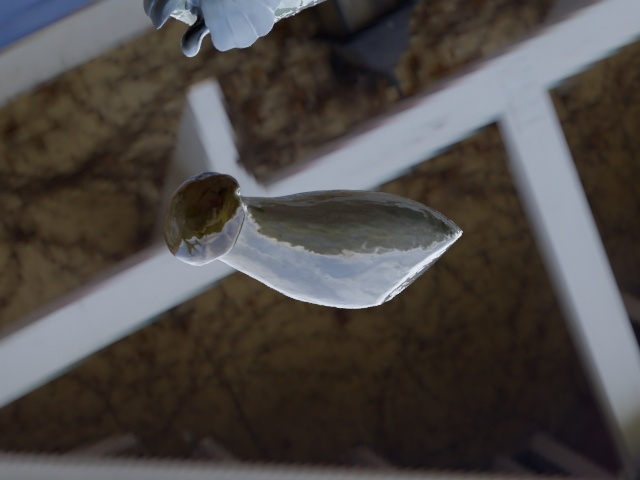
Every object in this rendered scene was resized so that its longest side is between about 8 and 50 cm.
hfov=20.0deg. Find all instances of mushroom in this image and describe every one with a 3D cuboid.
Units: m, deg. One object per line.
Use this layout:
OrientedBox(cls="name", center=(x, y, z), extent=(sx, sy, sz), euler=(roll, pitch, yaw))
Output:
OrientedBox(cls="mushroom", center=(0.000, 0.000, 1.880), extent=(0.350, 0.128, 0.128), euler=(10, -175, -34))

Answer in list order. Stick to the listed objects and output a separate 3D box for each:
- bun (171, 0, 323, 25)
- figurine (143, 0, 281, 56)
OrientedBox(cls="bun", center=(-0.062, -0.264, 1.511), extent=(0.293, 0.187, 0.293), euler=(3, -167, -1))
OrientedBox(cls="figurine", center=(-0.078, -0.179, 1.331), extent=(0.082, 0.086, 0.094), euler=(8, -103, 61))
